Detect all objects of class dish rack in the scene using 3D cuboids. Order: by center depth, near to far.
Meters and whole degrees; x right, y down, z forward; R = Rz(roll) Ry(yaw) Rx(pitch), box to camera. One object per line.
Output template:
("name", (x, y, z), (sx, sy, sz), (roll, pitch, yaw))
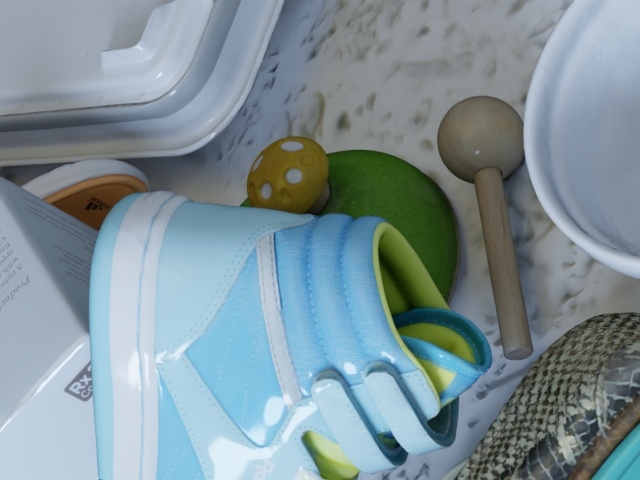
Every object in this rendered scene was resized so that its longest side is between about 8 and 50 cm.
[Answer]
("dish rack", (-0.152, -0.193, 1.392), (0.332, 0.072, 0.286), (0, 62, 44))

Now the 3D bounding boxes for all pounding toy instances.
("pounding toy", (0.000, 0.000, 1.155), (0.236, 0.110, 0.183), (-18, 53, 31))

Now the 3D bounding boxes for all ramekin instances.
("ramekin", (0.219, -0.060, 1.017), (0.207, 0.109, 0.207), (-19, 57, 31))

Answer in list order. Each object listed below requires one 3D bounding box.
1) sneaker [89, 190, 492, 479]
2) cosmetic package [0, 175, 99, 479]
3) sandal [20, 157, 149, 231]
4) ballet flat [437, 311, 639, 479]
("sneaker", (-0.007, 0.131, 1.061), (0.208, 0.127, 0.319), (-1, 103, 16))
("cosmetic package", (-0.176, 0.084, 1.236), (0.151, 0.151, 0.184), (-47, 46, 10))
("sandal", (-0.229, 0.032, 1.345), (0.265, 0.102, 0.076), (-29, 57, 20))
("ballet flat", (0.051, 0.239, 0.989), (0.483, 0.164, 0.182), (-54, 23, -4))
